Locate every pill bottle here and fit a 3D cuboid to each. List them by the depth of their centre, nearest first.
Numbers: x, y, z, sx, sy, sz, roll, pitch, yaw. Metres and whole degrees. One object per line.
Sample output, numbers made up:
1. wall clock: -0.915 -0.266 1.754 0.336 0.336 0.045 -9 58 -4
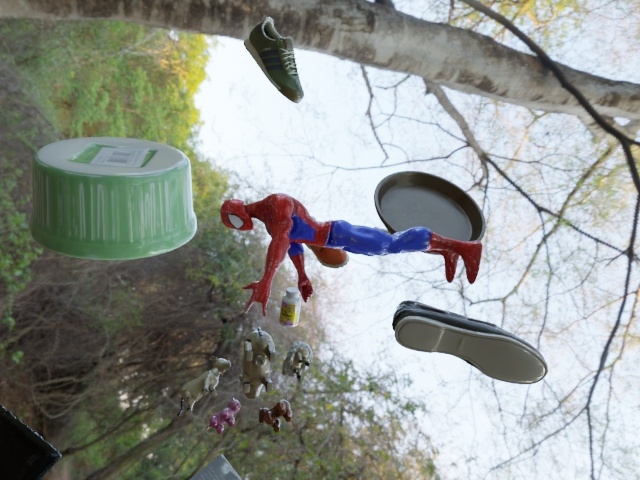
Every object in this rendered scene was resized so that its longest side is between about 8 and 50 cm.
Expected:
1. pill bottle: -0.067 0.149 1.107 0.043 0.043 0.083 29 -64 51

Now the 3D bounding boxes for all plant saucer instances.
1. plant saucer: 0.257 -0.065 1.182 0.278 0.277 0.041 54 -34 30

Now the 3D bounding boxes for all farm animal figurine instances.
1. farm animal figurine: -0.225 0.411 1.495 0.327 0.330 0.172 -66 -163 6

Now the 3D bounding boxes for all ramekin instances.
1. ramekin: -0.389 -0.095 0.945 0.303 0.303 0.148 36 -54 47

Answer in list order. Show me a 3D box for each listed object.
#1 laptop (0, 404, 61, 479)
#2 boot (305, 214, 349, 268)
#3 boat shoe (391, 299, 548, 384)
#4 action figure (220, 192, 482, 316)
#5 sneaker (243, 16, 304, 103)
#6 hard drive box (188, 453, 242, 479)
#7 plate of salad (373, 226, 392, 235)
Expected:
1. laptop: -0.423 0.313 0.554 0.264 0.234 0.137 13 -43 33
2. boot: 0.000 0.000 1.094 0.158 0.059 0.085 39 -20 38
3. boat shoe: 0.312 0.202 1.035 0.096 0.334 0.112 -78 -173 -60
4. action figure: 0.021 0.031 0.537 0.091 0.280 0.139 149 -43 -80
5. sneaker: -0.085 -0.390 1.052 0.086 0.064 0.192 -44 -104 32
6. hard drive box: -0.153 0.357 0.494 0.089 0.232 0.181 37 -32 33
7. plate of salad: 0.153 -0.009 1.478 0.199 0.199 0.048 27 -53 52
